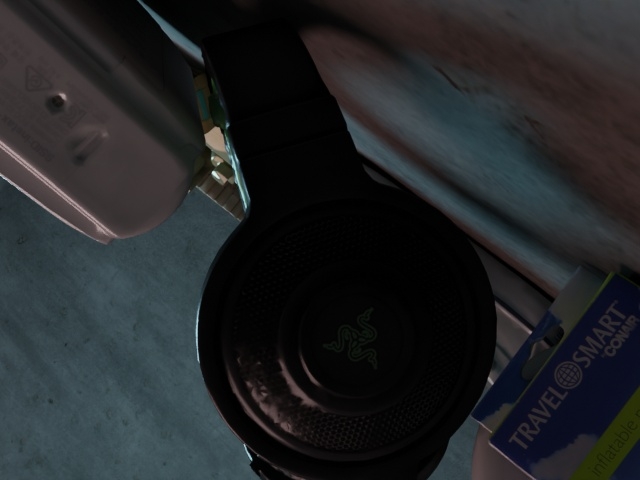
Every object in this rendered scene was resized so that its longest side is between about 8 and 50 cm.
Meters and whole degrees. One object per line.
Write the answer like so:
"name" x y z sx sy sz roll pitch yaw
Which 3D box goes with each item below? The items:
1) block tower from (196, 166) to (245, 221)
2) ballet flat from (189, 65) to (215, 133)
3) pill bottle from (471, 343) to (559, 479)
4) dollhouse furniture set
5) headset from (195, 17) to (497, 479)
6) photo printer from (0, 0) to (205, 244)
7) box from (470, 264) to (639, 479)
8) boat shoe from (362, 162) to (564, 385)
"block tower" -0.224 -0.157 1.329 0.335 0.091 0.097 40 177 -16
"ballet flat" -0.187 -0.190 0.819 0.232 0.080 0.073 34 147 28
"pill bottle" 0.190 0.162 0.526 0.162 0.162 0.278 37 176 21
"dollhouse furniture set" -0.133 -0.152 0.965 0.144 0.123 0.151 39 142 -6
"headset" -0.014 0.076 0.406 0.243 0.185 0.394 86 165 -65
"photo printer" -0.201 -0.153 0.551 0.256 0.107 0.307 43 -171 -25
"box" 0.167 0.097 0.367 0.178 0.109 0.042 37 -179 28
"boat shoe" 0.062 0.019 0.622 0.267 0.088 0.096 38 177 11
